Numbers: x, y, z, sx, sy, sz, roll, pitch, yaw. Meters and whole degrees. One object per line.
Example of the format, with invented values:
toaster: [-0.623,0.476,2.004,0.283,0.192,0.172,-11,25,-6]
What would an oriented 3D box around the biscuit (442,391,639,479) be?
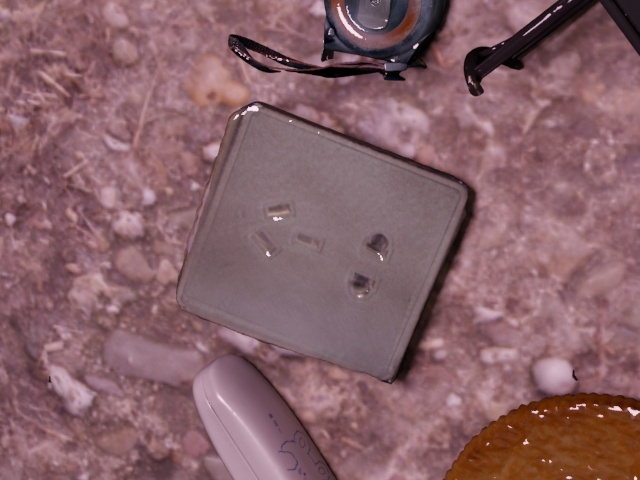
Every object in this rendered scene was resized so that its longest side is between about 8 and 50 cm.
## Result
biscuit: [0.236,0.271,1.303,0.305,0.038,0.305,5,103,20]

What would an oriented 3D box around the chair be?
chair: [0.249,-0.157,1.132,0.260,0.154,0.141,-37,88,23]

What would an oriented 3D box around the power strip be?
power strip: [0.000,0.000,1.312,0.213,0.064,0.198,22,108,0]

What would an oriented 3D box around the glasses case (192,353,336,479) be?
glasses case: [-0.034,0.205,1.360,0.059,0.092,0.233,-32,89,20]

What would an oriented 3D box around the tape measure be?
tape measure: [0.020,-0.180,1.208,0.104,0.180,0.107,18,110,33]
